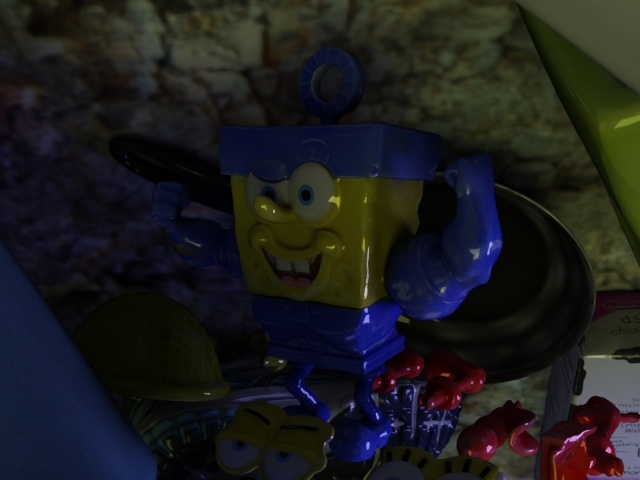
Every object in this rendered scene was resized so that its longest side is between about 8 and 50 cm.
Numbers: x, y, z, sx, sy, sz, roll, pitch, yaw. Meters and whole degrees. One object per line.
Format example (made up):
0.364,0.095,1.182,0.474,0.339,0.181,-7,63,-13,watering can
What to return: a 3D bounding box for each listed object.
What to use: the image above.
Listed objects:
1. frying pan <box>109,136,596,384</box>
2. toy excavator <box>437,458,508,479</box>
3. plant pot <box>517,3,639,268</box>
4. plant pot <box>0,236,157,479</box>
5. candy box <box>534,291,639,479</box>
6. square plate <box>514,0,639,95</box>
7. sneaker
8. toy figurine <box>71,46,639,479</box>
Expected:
0.026,0.016,0.620,0.326,0.053,0.197,9,133,13,frying pan
0.016,0.223,0.422,0.222,0.445,0.433,7,137,22,toy excavator
0.232,-0.090,0.435,0.228,0.227,0.207,-20,132,15,plant pot
-0.278,0.070,0.419,0.341,0.341,0.334,-34,101,24,plant pot
0.267,0.147,0.710,0.159,0.071,0.233,-1,129,2,candy box
0.246,-0.152,0.268,0.344,0.347,0.049,-44,156,4,square plate
-0.017,0.127,0.680,0.283,0.122,0.110,4,116,-32,sneaker
0.000,0.000,0.512,0.363,0.191,0.217,6,102,39,toy figurine
